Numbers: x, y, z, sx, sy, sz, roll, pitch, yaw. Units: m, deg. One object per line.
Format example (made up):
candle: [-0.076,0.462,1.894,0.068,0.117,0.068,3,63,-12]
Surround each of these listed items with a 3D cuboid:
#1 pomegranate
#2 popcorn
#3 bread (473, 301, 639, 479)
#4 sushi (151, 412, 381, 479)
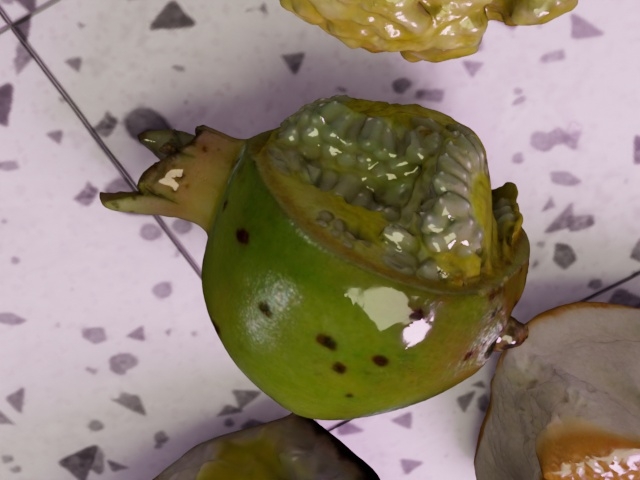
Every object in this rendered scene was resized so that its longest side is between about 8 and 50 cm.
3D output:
pomegranate: [0.000,0.000,1.472,0.341,0.260,0.260,21,125,12]
popcorn: [0.064,-0.232,1.314,0.256,0.255,0.195,-34,171,-34]
bread: [0.262,0.190,1.660,0.250,0.225,0.279,5,136,-6]
sushi: [-0.056,0.347,1.684,0.299,0.281,0.294,-22,133,-3]
